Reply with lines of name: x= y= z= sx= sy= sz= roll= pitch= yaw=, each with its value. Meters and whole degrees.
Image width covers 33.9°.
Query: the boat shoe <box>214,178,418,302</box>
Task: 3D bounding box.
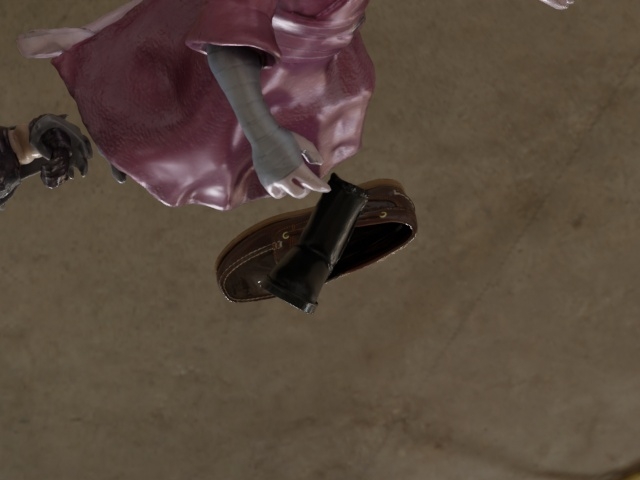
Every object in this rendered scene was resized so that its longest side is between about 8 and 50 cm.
boat shoe: x=-0.006 y=0.009 z=0.997 sx=0.206 sy=0.073 sz=0.073 roll=-27 pitch=128 yaw=9

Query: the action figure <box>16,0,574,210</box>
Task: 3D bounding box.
action figure: x=-0.017 y=-0.171 z=0.698 sx=0.248 sy=0.276 sz=0.370 roll=-32 pitch=167 yaw=-34

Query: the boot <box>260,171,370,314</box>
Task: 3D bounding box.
boot: x=0.000 y=0.000 z=0.783 sx=0.045 sy=0.121 sz=0.099 roll=30 pitch=94 yaw=2

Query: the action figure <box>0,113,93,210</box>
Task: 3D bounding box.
action figure: x=-0.260 y=-0.054 z=0.720 sx=0.185 sy=0.099 sz=0.285 roll=-29 pitch=174 yaw=-6
